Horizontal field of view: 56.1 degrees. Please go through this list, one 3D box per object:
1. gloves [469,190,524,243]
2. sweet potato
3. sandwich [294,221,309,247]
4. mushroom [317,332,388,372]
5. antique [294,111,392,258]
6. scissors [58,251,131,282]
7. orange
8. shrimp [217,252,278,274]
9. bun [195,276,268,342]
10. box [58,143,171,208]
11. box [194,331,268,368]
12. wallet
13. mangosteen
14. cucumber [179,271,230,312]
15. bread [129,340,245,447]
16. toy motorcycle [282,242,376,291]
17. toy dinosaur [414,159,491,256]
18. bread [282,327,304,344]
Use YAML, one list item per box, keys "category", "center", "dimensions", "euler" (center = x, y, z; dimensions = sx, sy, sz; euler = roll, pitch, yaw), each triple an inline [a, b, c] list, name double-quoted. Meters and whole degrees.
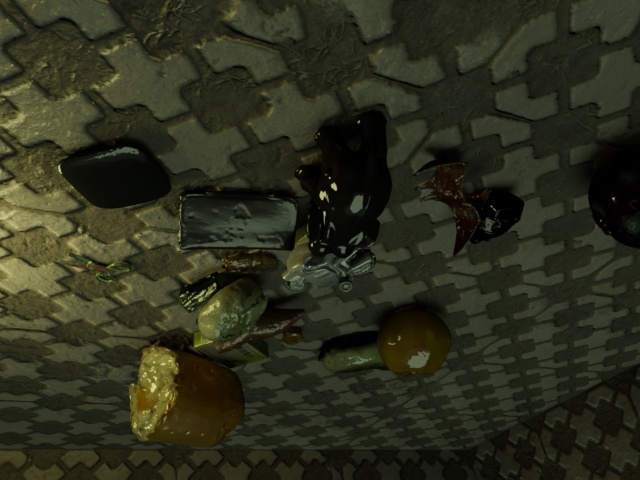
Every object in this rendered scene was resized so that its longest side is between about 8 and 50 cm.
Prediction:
- category: "gloves"
  center: [0.482, -0.054, 1.726]
  dimensions: [0.165, 0.124, 0.203]
  euler: [9, 137, 5]
- category: "sweet potato"
  center: [-0.213, 0.276, 2.039]
  dimensions: [0.337, 0.131, 0.131]
  euler: [-20, 145, 5]
- category: "sandwich"
  center: [0.000, 0.000, 1.693]
  dimensions: [0.186, 0.108, 0.220]
  euler: [-14, 146, 7]
- category: "mushroom"
  center: [0.172, 0.471, 2.406]
  dimensions: [0.345, 0.129, 0.247]
  euler: [4, 140, -16]
- category: "antique"
  center: [0.052, -0.116, 1.410]
  dimensions: [0.185, 0.255, 0.322]
  euler: [5, 146, -24]
- category: "scissors"
  center: [-0.658, 0.076, 1.740]
  dimensions: [0.134, 0.019, 0.187]
  euler: [-29, 142, 34]
- category: "orange"
  center: [0.346, 0.386, 2.225]
  dimensions: [0.279, 0.235, 0.279]
  euler: [1, 148, 0]
- category: "shrimp"
  center: [-0.220, 0.084, 1.818]
  dimensions: [0.188, 0.051, 0.132]
  euler: [4, 144, -22]
- category: "bun"
  center: [-0.264, 0.225, 1.878]
  dimensions: [0.239, 0.141, 0.239]
  euler: [-40, 169, -9]
- category: "box"
  center: [-0.483, -0.152, 1.424]
  dimensions: [0.213, 0.042, 0.201]
  euler: [-14, 146, 6]
- category: "box"
  center: [-0.329, 0.394, 2.242]
  dimensions: [0.175, 0.062, 0.260]
  euler: [-18, 144, 15]
- category: "wallet"
  center: [-0.213, -0.051, 1.572]
  dimensions: [0.310, 0.042, 0.165]
  euler: [1, 108, -14]
- category: "mangosteen"
  center: [0.855, -0.119, 1.571]
  dimensions: [0.288, 0.287, 0.288]
  euler: [-6, 146, -4]
- category: "cucumber"
  center: [-0.376, 0.161, 1.876]
  dimensions: [0.193, 0.085, 0.115]
  euler: [-29, -177, 26]
- category: "bread"
  center: [-0.464, 0.552, 2.190]
  dimensions: [0.394, 0.361, 0.250]
  euler: [21, 123, -33]
- category: "toy motorcycle"
  center: [0.016, 0.053, 1.598]
  dimensions: [0.261, 0.110, 0.170]
  euler: [-16, 131, 2]
- category: "toy dinosaur"
  center: [0.343, -0.092, 1.598]
  dimensions: [0.207, 0.112, 0.327]
  euler: [21, 151, 11]
- category: "bread"
  center: [-0.103, 0.360, 2.256]
  dimensions: [0.083, 0.046, 0.081]
  euler: [-19, 142, 17]
